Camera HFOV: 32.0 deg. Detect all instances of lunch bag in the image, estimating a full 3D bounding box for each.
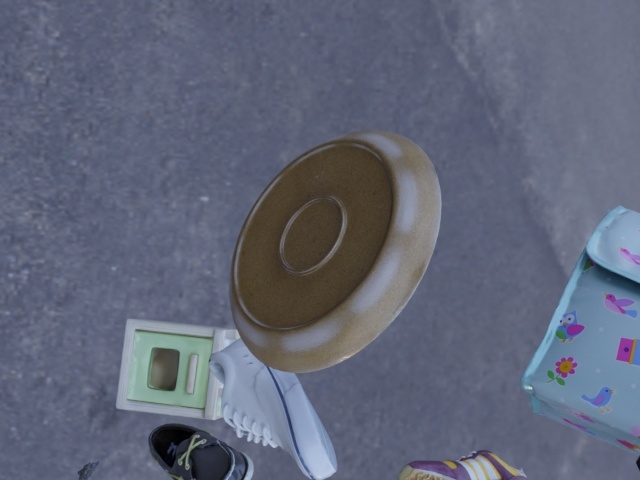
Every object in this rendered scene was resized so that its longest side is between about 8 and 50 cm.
[{"bbox_3d":[0.377,0.102,1.240,0.262,0.223,0.160,-61,153,-13],"label":"lunch bag"}]

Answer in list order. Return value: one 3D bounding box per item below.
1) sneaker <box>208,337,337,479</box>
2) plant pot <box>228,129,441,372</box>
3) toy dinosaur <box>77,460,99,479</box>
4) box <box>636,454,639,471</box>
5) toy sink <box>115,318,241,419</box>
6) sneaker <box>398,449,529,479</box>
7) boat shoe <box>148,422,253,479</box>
[{"bbox_3d":[-0.056,0.190,1.227,0.091,0.258,0.094,-29,118,-6],"label":"sneaker"},{"bbox_3d":[0.000,0.000,0.978,0.032,0.236,0.236,35,64,-38],"label":"plant pot"},{"bbox_3d":[-0.331,0.390,1.569,0.268,0.118,0.064,-30,162,-12],"label":"toy dinosaur"},{"bbox_3d":[0.369,0.197,0.683,0.343,0.179,0.312,87,-13,-59],"label":"box"},{"bbox_3d":[-0.209,0.218,1.879,0.131,0.234,0.152,44,53,-83],"label":"toy sink"},{"bbox_3d":[0.172,0.288,1.342,0.185,0.069,0.084,23,36,-21],"label":"sneaker"},{"bbox_3d":[-0.162,0.286,1.447,0.069,0.228,0.081,43,70,-21],"label":"boat shoe"}]
